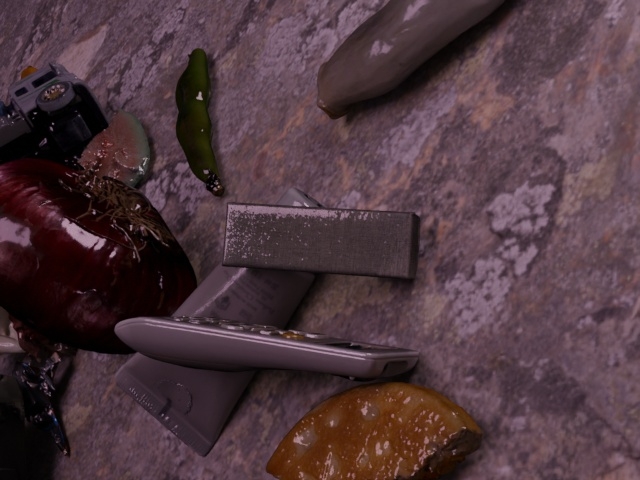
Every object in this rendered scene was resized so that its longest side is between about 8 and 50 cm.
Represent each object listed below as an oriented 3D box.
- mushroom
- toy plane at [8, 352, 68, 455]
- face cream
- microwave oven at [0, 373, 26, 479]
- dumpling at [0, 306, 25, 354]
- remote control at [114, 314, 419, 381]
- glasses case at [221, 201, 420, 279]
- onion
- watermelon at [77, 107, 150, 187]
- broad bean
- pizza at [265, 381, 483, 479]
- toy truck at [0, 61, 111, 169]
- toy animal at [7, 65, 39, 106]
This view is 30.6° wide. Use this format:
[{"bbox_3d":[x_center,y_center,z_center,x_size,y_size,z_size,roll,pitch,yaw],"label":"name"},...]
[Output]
[{"bbox_3d":[0.118,-0.259,1.311,0.351,0.097,0.109,-41,41,26],"label":"mushroom"},{"bbox_3d":[-0.386,0.223,1.590,0.135,0.062,0.188,-50,39,11],"label":"toy plane"},{"bbox_3d":[-0.096,0.084,1.324,0.143,0.089,0.314,39,97,9],"label":"face cream"},{"bbox_3d":[-0.576,0.313,1.432,0.247,0.394,0.333,-26,62,36],"label":"microwave oven"},{"bbox_3d":[-0.444,0.083,1.681,0.243,0.187,0.318,32,74,26],"label":"dumpling"},{"bbox_3d":[-0.062,0.115,1.196,0.313,0.109,0.055,5,89,30],"label":"remote control"},{"bbox_3d":[0.000,0.000,1.231,0.205,0.047,0.071,3,87,16],"label":"glasses case"},{"bbox_3d":[-0.306,0.030,1.430,0.232,0.314,0.314,-53,38,6],"label":"onion"},{"bbox_3d":[-0.293,-0.126,1.713,0.101,0.080,0.155,-15,40,32],"label":"watermelon"},{"bbox_3d":[-0.173,-0.165,1.618,0.060,0.043,0.297,-28,48,20],"label":"broad bean"},{"bbox_3d":[0.049,0.196,1.122,0.246,0.058,0.127,-29,46,31],"label":"pizza"},{"bbox_3d":[-0.504,-0.128,1.776,0.367,0.146,0.175,-31,40,-10],"label":"toy truck"},{"bbox_3d":[-0.503,-0.212,1.963,0.127,0.131,0.181,-30,10,-11],"label":"toy animal"}]
